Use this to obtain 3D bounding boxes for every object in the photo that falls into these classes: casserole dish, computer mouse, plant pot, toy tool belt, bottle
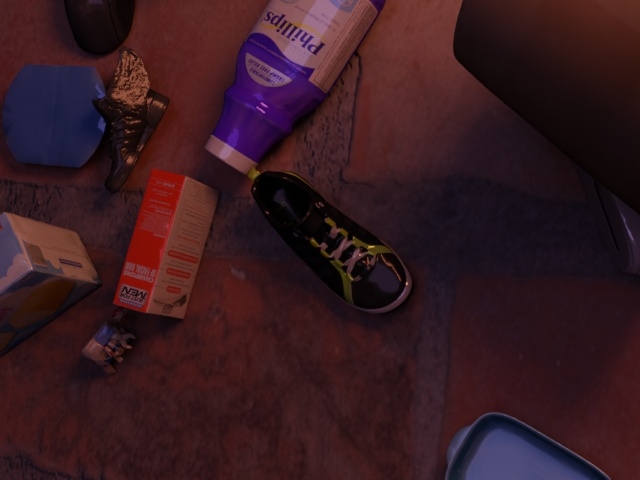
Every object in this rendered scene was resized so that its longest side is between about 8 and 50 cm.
[{"bbox_3d":[0.221,0.259,0.985,0.188,0.037,0.114,30,92,22],"label":"casserole dish"},{"bbox_3d":[-0.334,-0.383,1.268,0.184,0.060,0.262,3,82,19],"label":"computer mouse"},{"bbox_3d":[0.280,-0.183,0.812,0.280,0.323,0.323,27,91,14],"label":"plant pot"},{"bbox_3d":[-0.255,0.125,1.172,0.051,0.052,0.083,41,101,-11],"label":"toy tool belt"},{"bbox_3d":[-0.037,-0.211,1.119,0.118,0.092,0.282,35,94,20],"label":"bottle"}]

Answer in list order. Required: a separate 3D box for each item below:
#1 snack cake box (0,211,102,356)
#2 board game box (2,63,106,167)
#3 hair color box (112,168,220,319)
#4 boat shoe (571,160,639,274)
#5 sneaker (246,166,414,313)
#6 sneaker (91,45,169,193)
[{"bbox_3d":[-0.430,0.082,1.179,0.264,0.152,0.089,-34,73,12],"label":"snack cake box"},{"bbox_3d":[-0.346,-0.164,1.254,0.169,0.033,0.133,6,90,22],"label":"board game box"},{"bbox_3d":[-0.184,0.006,1.137,0.053,0.093,0.167,13,86,22],"label":"hair color box"},{"bbox_3d":[0.315,-0.114,0.989,0.094,0.109,0.302,-14,82,-5],"label":"boat shoe"},{"bbox_3d":[0.000,0.000,1.070,0.235,0.097,0.084,39,96,20],"label":"sneaker"},{"bbox_3d":[-0.254,-0.152,1.191,0.089,0.051,0.170,30,86,-14],"label":"sneaker"}]
